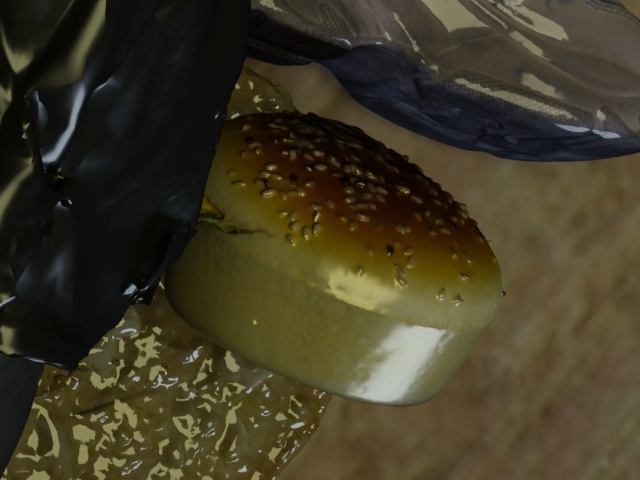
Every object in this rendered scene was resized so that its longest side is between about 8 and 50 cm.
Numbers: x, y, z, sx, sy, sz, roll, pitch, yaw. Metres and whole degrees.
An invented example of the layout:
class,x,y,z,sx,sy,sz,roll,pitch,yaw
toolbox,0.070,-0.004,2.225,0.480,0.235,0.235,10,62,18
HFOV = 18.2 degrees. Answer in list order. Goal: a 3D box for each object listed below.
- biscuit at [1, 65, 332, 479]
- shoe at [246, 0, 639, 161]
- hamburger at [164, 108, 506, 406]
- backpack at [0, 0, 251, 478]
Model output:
class,x,y,z,sx,sy,sz,roll,pitch,yaw
biscuit,-0.084,0.021,0.783,0.220,0.033,0.219,-2,95,-24
shoe,0.050,-0.118,0.792,0.245,0.095,0.137,20,84,-21
hamburger,0.000,0.000,0.737,0.126,0.141,0.081,0,114,-53
backpack,-0.228,-0.002,0.597,0.363,0.255,0.445,24,85,-20
